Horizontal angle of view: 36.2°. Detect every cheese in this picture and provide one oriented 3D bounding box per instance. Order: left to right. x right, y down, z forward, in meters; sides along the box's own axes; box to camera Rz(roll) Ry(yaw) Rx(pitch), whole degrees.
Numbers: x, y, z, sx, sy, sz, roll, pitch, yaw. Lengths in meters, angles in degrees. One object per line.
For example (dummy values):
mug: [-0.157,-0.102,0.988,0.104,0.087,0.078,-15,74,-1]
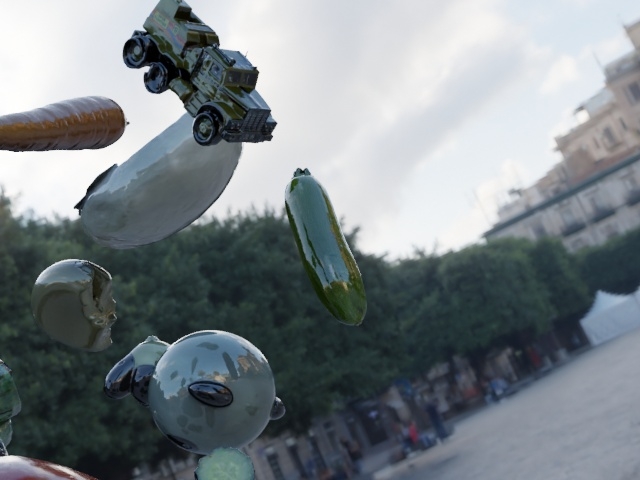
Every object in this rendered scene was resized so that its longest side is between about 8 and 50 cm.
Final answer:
cheese: [-0.475,0.119,1.899,0.091,0.175,0.202,-62,-4,-51]

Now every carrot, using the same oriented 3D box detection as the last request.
carrot: [-0.303,-0.130,1.108,0.069,0.069,0.336,-28,0,19]

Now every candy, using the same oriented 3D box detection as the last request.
candy: [-0.307,-0.118,1.952,0.386,0.186,0.427,-41,-2,-6]

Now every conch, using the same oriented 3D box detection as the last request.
conch: [-0.547,0.276,1.531,0.176,0.122,0.188,-7,-50,4]

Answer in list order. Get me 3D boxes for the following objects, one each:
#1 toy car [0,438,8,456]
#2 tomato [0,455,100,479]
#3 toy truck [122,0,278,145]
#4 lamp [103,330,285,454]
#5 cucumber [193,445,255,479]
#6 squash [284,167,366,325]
toy car: [-0.542,0.258,1.329,0.193,0.301,0.118,-27,-45,-14]
tomato: [-0.309,0.353,0.999,0.299,0.298,0.226,-16,27,-36]
toy truck: [-0.167,-0.244,1.440,0.127,0.257,0.127,-4,-42,-52]
lamp: [-0.182,0.217,1.428,0.244,0.197,0.198,5,8,35]
cucumber: [-0.115,0.337,1.132,0.068,0.067,0.293,-19,-37,-24]
squash: [0.000,0.000,1.295,0.069,0.258,0.069,-15,-32,-10]
